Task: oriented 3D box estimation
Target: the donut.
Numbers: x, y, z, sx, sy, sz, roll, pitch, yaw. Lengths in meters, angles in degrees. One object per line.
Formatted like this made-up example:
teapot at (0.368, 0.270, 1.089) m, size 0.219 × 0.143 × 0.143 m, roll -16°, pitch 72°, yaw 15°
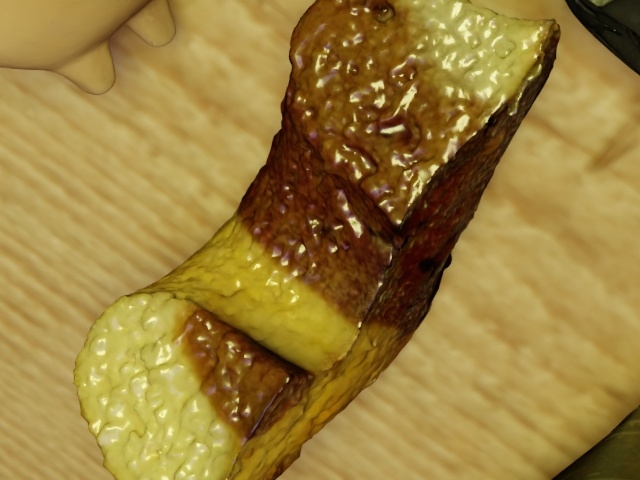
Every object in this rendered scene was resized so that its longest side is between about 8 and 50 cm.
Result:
donut at (0.000, 0.000, 0.666) m, size 0.112 × 0.151 × 0.295 m, roll 40°, pitch 103°, yaw 13°

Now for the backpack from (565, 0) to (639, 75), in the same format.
backpack at (0.142, -0.132, 0.563) m, size 0.165 × 0.106 × 0.120 m, roll 46°, pitch 116°, yaw -6°

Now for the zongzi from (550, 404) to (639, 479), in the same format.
zongzi at (0.184, 0.251, 0.752) m, size 0.289 × 0.154 × 0.317 m, roll 34°, pitch 141°, yaw -6°

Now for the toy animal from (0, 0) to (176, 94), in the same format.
toy animal at (-0.139, -0.178, 0.601) m, size 0.149 × 0.165 × 0.248 m, roll -7°, pitch 123°, yaw 43°
